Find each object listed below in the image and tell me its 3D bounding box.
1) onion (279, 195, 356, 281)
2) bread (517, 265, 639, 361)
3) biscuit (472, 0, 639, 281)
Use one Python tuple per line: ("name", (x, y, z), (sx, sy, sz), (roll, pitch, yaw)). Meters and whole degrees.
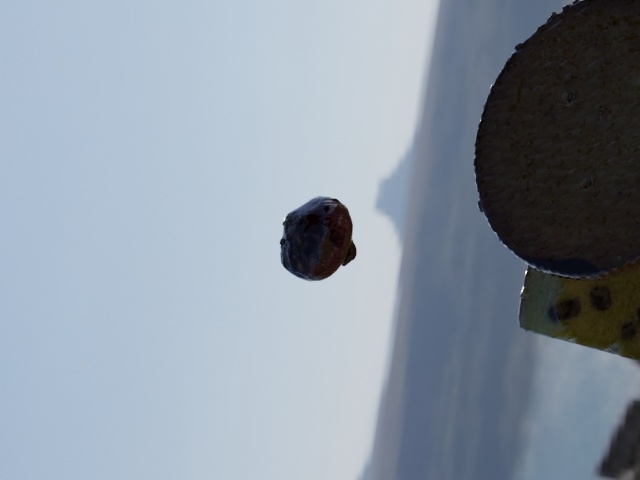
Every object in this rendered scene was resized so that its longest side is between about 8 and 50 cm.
("onion", (0.000, 0.000, 2.143), (0.107, 0.097, 0.107), (-47, 28, 35))
("bread", (0.375, 0.072, 1.941), (0.077, 0.361, 0.138), (21, 94, 58))
("biscuit", (0.281, -0.106, 1.754), (0.038, 0.305, 0.305), (23, -109, -48))
